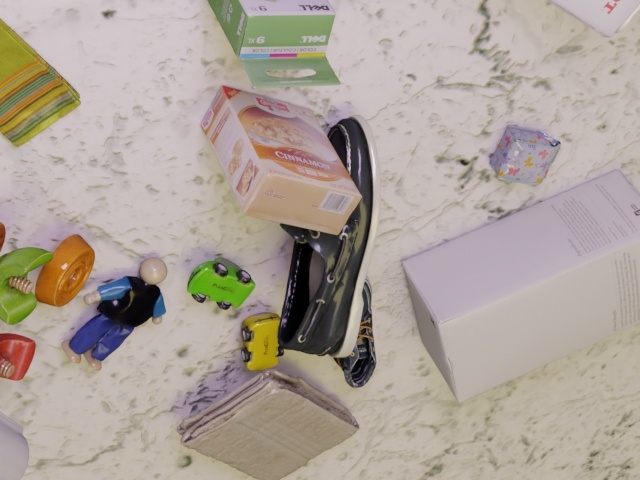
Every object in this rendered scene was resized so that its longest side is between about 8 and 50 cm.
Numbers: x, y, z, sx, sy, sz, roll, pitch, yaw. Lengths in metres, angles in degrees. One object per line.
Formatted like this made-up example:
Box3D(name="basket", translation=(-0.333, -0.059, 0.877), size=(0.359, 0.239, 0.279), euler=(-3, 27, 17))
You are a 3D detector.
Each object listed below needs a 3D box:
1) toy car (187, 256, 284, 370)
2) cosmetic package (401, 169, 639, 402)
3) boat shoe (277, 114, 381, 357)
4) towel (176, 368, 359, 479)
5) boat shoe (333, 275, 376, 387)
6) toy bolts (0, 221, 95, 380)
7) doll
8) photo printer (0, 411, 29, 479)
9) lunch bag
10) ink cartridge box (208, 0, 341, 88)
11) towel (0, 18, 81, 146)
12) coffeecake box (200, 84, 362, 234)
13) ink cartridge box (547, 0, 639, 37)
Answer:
Box3D(name="toy car", translation=(-0.095, 0.068, 2.072), size=(0.225, 0.053, 0.239), euler=(21, 117, -38))
Box3D(name="cosmetic package", translation=(0.326, 0.069, 2.208), size=(0.366, 0.155, 0.197), euler=(-21, 135, -6))
Box3D(name="boat shoe", translation=(-0.002, -0.001, 1.966), size=(0.113, 0.127, 0.340), euler=(-2, 116, -23))
Box3D(name="towel", translation=(-0.078, 0.287, 2.260), size=(0.187, 0.049, 0.282), euler=(-32, 146, 13))
Box3D(name="boat shoe", translation=(0.055, 0.132, 2.182), size=(0.065, 0.083, 0.183), euler=(-12, 134, -16))
Box3D(name="toy bolts", translation=(-0.423, 0.063, 1.885), size=(0.228, 0.158, 0.218), euler=(-65, 166, 20))
Box3D(name="doll", translation=(-0.274, 0.096, 2.013), size=(0.129, 0.046, 0.189), euler=(26, 115, -41))
Box3D(name="photo printer", translation=(-0.554, 0.237, 1.867), size=(0.256, 0.107, 0.307), euler=(-6, 153, 20))
Box3D(name="lunch bag", translation=(0.292, -0.119, 2.091), size=(0.083, 0.053, 0.071), euler=(9, 123, -21))
Box3D(name="ink cartridge box", translation=(-0.054, -0.260, 1.675), size=(0.109, 0.209, 0.062), euler=(-4, 134, -24))
Box3D(name="towel", translation=(-0.385, -0.202, 1.702), size=(0.102, 0.021, 0.237), euler=(-37, 135, 8))
Box3D(name="coffeecake box", translation=(-0.051, -0.101, 1.841), size=(0.142, 0.185, 0.068), euler=(11, 124, -34))
Box3D(name="ink cartridge box", translation=(0.271, -0.403, 1.662), size=(0.306, 0.131, 0.226), euler=(26, 115, -32))
